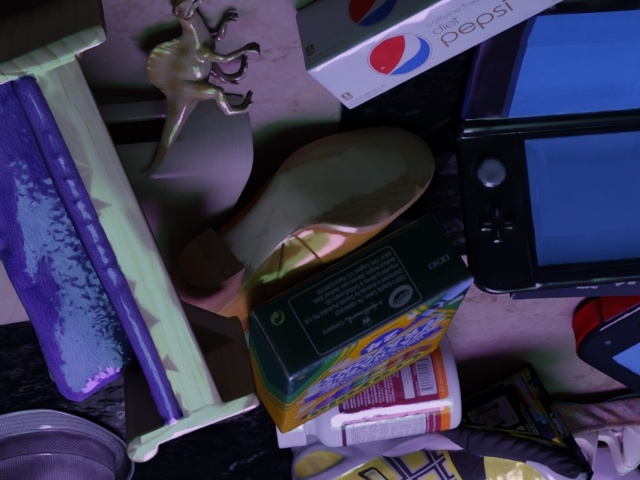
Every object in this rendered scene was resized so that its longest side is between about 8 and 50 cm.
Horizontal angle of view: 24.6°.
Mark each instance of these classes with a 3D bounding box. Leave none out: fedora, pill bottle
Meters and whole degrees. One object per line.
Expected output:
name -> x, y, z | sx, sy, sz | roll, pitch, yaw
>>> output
fedora -> -0.359, 0.331, 1.881 | 0.243, 0.124, 0.275 | -14, 149, 5
pill bottle -> 0.051, 0.183, 1.765 | 0.221, 0.121, 0.121 | -8, 149, -3

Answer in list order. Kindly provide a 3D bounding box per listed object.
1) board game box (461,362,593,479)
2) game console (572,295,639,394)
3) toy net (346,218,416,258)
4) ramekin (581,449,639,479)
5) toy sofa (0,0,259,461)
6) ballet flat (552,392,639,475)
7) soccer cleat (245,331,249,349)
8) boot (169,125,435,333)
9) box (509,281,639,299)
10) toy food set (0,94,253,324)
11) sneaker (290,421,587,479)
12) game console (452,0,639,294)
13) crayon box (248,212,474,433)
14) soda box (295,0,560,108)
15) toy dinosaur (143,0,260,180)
board game box -> 0.254, 0.267, 1.927 | 0.141, 0.170, 0.048 | -29, -179, 30
game console -> 0.531, 0.102, 1.841 | 0.342, 0.060, 0.386 | -28, 145, 27
toy net -> 0.000, 0.000, 1.534 | 0.232, 0.045, 0.122 | -18, 134, 7
ramekin -> 0.351, 0.413, 2.098 | 0.277, 0.277, 0.135 | -6, 141, -7
toy sofa -> -0.193, -0.006, 1.180 | 0.177, 0.150, 0.363 | -21, 115, -1
ballet flat -> 0.381, 0.274, 2.028 | 0.316, 0.106, 0.107 | -3, 151, -12
soccer cleat -> -0.067, 0.082, 1.622 | 0.196, 0.068, 0.076 | -26, 143, 28
boot -> -0.034, 0.007, 1.440 | 0.295, 0.104, 0.211 | -30, 166, -20
box -> 0.285, -0.016, 1.539 | 0.156, 0.093, 0.158 | -1, 147, -15
toy food set -> -0.211, -0.027, 1.398 | 0.219, 0.092, 0.306 | -8, 152, -27
sneaker -> 0.146, 0.301, 1.853 | 0.384, 0.147, 0.145 | 2, 173, 24
game console -> 0.284, -0.090, 1.357 | 0.293, 0.250, 0.173 | -5, 175, -8
crayon box -> 0.031, 0.099, 1.513 | 0.203, 0.083, 0.323 | -28, 166, -11
soda box -> 0.089, -0.195, 1.213 | 0.216, 0.069, 0.074 | -26, 145, 23
toy dinosaur -> -0.106, -0.138, 1.258 | 0.092, 0.053, 0.183 | 3, 126, -17
